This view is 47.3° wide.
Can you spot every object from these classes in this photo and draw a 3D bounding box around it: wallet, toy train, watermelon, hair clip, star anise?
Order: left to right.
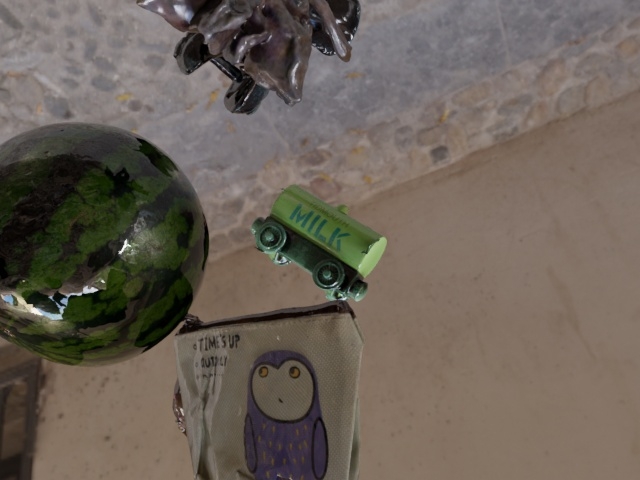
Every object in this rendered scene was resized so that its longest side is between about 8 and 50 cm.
[{"bbox_3d":[-0.271,0.005,0.838,0.285,0.285,0.285,-8,142,-6],"label":"watermelon"},{"bbox_3d":[-0.062,-0.216,0.678,0.231,0.209,0.089,-28,166,-51],"label":"star anise"},{"bbox_3d":[-0.079,0.205,0.903,0.335,0.274,0.068,-10,175,39],"label":"wallet"},{"bbox_3d":[-0.073,-0.342,1.064,0.194,0.310,0.206,36,163,-29],"label":"hair clip"},{"bbox_3d":[0.000,0.000,1.306,0.157,0.253,0.105,-55,154,-6],"label":"toy train"}]

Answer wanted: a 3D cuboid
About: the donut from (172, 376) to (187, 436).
[{"bbox_3d":[-0.197,0.301,1.414,0.096,0.216,0.230,8,161,30],"label":"donut"}]
